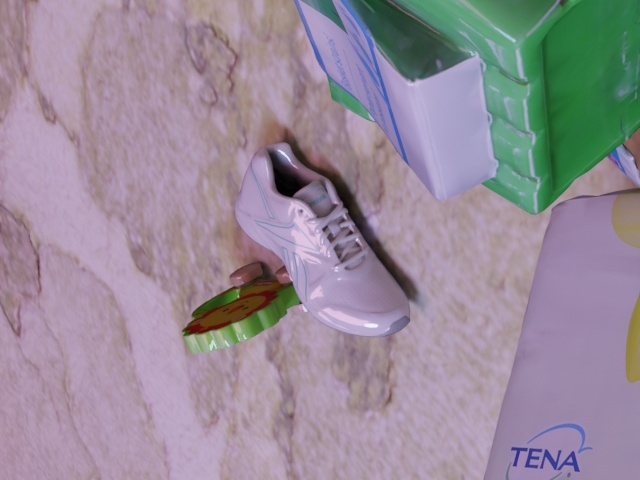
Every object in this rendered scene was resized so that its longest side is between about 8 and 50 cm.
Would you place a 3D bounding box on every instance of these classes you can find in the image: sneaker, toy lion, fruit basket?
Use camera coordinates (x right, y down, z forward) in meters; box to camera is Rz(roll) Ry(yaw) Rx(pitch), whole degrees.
[{"bbox_3d":[0.000,0.000,1.139,0.152,0.053,0.061,45,144,26],"label":"sneaker"},{"bbox_3d":[-0.054,0.048,1.218,0.100,0.096,0.034,-4,112,58],"label":"toy lion"},{"bbox_3d":[-0.003,-0.176,0.728,0.353,0.165,0.327,41,173,17],"label":"fruit basket"}]

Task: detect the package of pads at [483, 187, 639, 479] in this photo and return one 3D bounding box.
[{"bbox_3d":[0.188,0.084,0.767,0.101,0.229,0.296,23,165,-29],"label":"package of pads"}]
